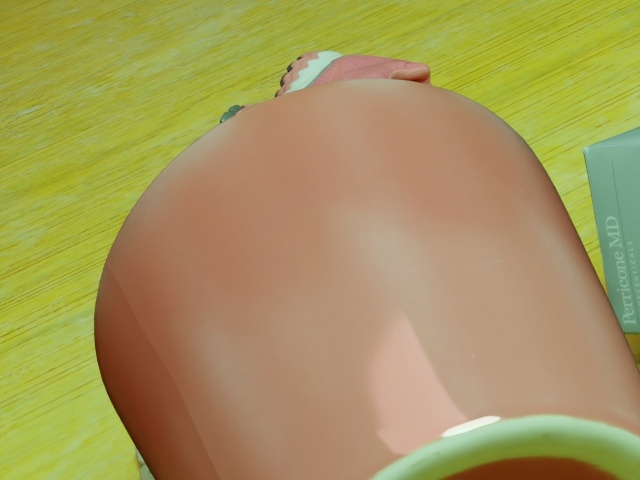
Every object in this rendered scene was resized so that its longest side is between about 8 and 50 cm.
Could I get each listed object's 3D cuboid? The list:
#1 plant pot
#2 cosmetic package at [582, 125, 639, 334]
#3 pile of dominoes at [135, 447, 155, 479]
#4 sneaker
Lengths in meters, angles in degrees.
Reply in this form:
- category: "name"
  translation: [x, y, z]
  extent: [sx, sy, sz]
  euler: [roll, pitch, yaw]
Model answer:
- category: "plant pot"
  translation: [0.040, 0.092, 0.701]
  extent: [0.275, 0.275, 0.243]
  euler: [-21, 36, -5]
- category: "cosmetic package"
  translation: [0.280, -0.014, 0.812]
  extent: [0.238, 0.127, 0.107]
  euler: [-6, 10, 44]
- category: "pile of dominoes"
  translation: [-0.012, 0.091, 0.953]
  extent: [0.251, 0.040, 0.196]
  euler: [-21, 26, -6]
- category: "sneaker"
  translation: [0.012, -0.088, 1.202]
  extent: [0.136, 0.116, 0.314]
  euler: [-4, 29, 24]
